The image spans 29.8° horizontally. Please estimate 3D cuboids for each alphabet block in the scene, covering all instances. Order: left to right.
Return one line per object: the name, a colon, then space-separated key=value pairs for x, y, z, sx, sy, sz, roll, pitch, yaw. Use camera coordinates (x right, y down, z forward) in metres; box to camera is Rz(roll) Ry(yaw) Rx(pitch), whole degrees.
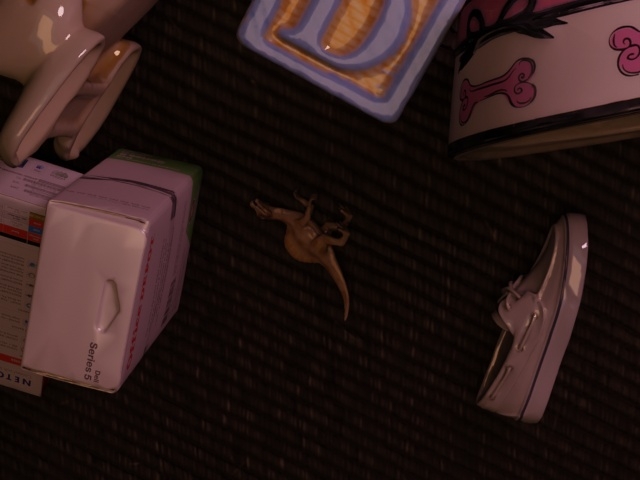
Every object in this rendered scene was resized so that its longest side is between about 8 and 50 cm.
alphabet block: x=0.046 y=-0.260 z=1.296 sx=0.193 sy=0.197 sz=0.192 roll=31 pitch=107 yaw=-2

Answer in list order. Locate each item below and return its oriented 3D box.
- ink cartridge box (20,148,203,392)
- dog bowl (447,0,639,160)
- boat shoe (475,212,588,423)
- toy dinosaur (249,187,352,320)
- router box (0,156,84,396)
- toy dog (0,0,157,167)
ink cartridge box: x=-0.229 y=0.024 z=1.368 sx=0.115 sy=0.273 sz=0.198 roll=14 pitch=106 yaw=3
dog bowl: x=0.316 y=-0.186 z=1.193 sx=0.408 sy=0.408 sz=0.150 roll=-10 pitch=89 yaw=10
boat shoe: x=0.247 y=0.089 z=1.424 sx=0.088 sy=0.096 sz=0.267 roll=12 pitch=115 yaw=-1
toy dinosaur: x=0.000 y=0.000 z=1.458 sx=0.183 sy=0.053 sz=0.092 roll=47 pitch=121 yaw=1
router box: x=-0.465 y=0.010 z=1.442 sx=0.335 sy=0.082 sz=0.301 roll=18 pitch=127 yaw=2
toy dog: x=-0.387 y=-0.318 z=1.295 sx=0.408 sy=0.284 sz=0.395 roll=33 pitch=106 yaw=-1
